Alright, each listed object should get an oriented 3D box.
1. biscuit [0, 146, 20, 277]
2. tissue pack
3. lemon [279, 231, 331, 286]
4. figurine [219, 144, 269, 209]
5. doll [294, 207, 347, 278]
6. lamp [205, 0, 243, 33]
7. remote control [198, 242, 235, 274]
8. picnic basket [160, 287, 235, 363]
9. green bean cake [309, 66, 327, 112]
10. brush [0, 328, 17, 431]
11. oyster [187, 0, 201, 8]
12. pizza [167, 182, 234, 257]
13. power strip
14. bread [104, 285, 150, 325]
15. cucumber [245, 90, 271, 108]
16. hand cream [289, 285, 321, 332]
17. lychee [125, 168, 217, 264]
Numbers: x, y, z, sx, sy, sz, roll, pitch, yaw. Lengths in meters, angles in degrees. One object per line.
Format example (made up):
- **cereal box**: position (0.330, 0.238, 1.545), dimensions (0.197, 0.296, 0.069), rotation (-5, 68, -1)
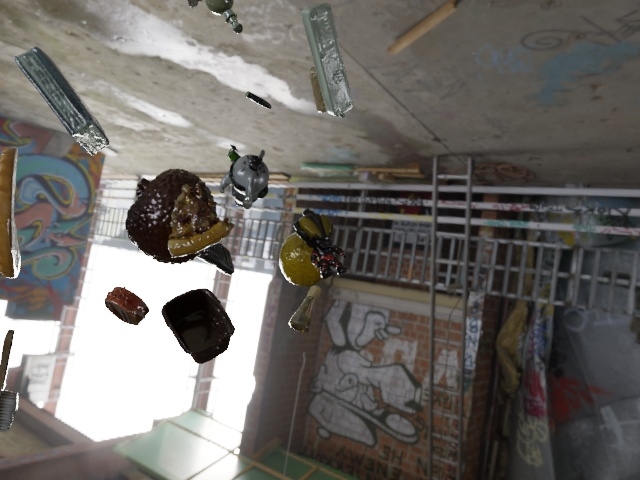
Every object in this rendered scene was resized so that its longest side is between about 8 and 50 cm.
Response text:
- **biscuit**: position (-0.713, -0.045, 1.073), dimensions (0.040, 0.309, 0.204), rotation (0, -157, -28)
- **tissue pack**: position (-0.862, -0.466, 1.604), dimensions (0.316, 0.103, 0.228), rotation (53, 166, 0)
- **lemon**: position (-0.052, 0.062, 1.686), dimensions (0.192, 0.231, 0.192), rotation (1, -150, -1)
- **figurine**: position (-0.187, -0.156, 1.209), dimensions (0.126, 0.147, 0.192), rotation (13, 151, -16)
- **doll**: position (0.003, -0.002, 1.484), dimensions (0.088, 0.249, 0.127), rotation (-36, 151, 28)
- **lamp**: position (-0.302, -0.737, 1.519), dimensions (0.091, 0.163, 0.091), rotation (-33, -177, 2)
- **remote control**: position (-0.463, 0.058, 2.027), dimensions (0.062, 0.145, 0.399), rotation (-19, 161, 3)
- **picnic basket**: position (-0.468, 0.336, 1.835), dimensions (0.222, 0.129, 0.297), rotation (-25, -129, -27)
- **green bean cake**: position (0.027, -0.612, 1.897), dimensions (0.109, 0.179, 0.085), rotation (-4, -152, 17)
- **brush**: position (-0.892, 0.409, 1.349), dimensions (0.065, 0.328, 0.070), rotation (11, -171, -23)
- **oyster**: position (-0.362, -0.727, 1.284), dimensions (0.053, 0.108, 0.166), rotation (14, 135, 27)
- **pizza**: position (-0.292, -0.063, 1.085), dimensions (0.154, 0.194, 0.069), rotation (-25, 150, -2)
- **power strip**: position (0.030, -0.599, 1.618), dimensions (0.091, 0.385, 0.062), rotation (-32, -143, -19)
- **bread**: position (-0.680, 0.230, 1.660), dimensions (0.160, 0.073, 0.161), rotation (23, 144, 17)
- **cucumber**: position (-0.272, -0.625, 2.112), dimensions (0.133, 0.032, 0.032), rotation (21, 169, -35)
- **hand cream**: position (-0.048, 0.267, 1.887), dimensions (0.083, 0.203, 0.084), rotation (19, 146, 13)
- **lychee**: position (-0.403, -0.068, 1.309), dimensions (0.260, 0.261, 0.260), rotation (9, 175, 1)
